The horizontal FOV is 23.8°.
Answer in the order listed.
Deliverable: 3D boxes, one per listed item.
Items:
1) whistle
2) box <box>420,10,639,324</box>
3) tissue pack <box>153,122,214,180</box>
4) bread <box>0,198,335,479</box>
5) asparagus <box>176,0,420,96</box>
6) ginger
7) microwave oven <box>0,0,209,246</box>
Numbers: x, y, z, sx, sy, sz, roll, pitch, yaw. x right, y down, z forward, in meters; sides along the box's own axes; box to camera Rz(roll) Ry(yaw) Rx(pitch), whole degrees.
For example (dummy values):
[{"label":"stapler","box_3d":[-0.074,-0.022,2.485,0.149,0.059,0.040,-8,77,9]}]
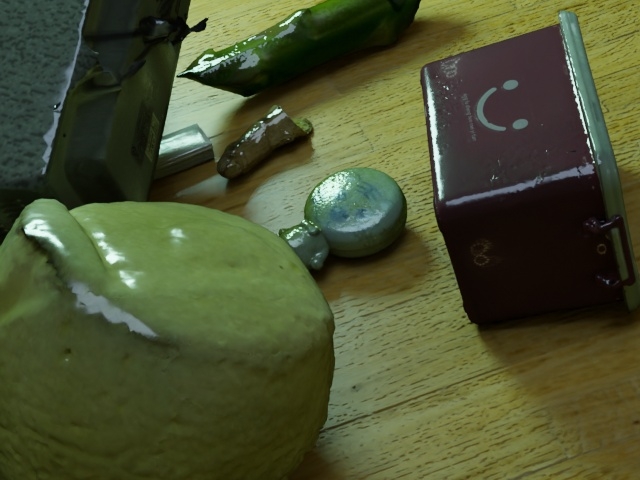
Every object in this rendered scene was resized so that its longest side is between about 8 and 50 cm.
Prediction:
[{"label":"whistle","box_3d":[0.000,0.000,1.528,0.198,0.057,0.104,-36,49,-16]},{"label":"box","box_3d":[0.196,-0.063,1.449,0.167,0.193,0.294,-14,38,11]},{"label":"tissue pack","box_3d":[-0.178,-0.095,1.707,0.108,0.023,0.056,-22,39,-14]},{"label":"bread","box_3d":[-0.148,0.103,1.296,0.320,0.237,0.320,12,30,-7]},{"label":"asparagus","box_3d":[-0.011,-0.239,1.797,0.343,0.085,0.082,-30,38,-19]},{"label":"ginger","box_3d":[-0.066,-0.112,1.687,0.137,0.044,0.057,-36,62,-25]},{"label":"microwave oven","box_3d":[-0.329,-0.176,1.578,0.374,0.236,0.432,0,61,14]}]
